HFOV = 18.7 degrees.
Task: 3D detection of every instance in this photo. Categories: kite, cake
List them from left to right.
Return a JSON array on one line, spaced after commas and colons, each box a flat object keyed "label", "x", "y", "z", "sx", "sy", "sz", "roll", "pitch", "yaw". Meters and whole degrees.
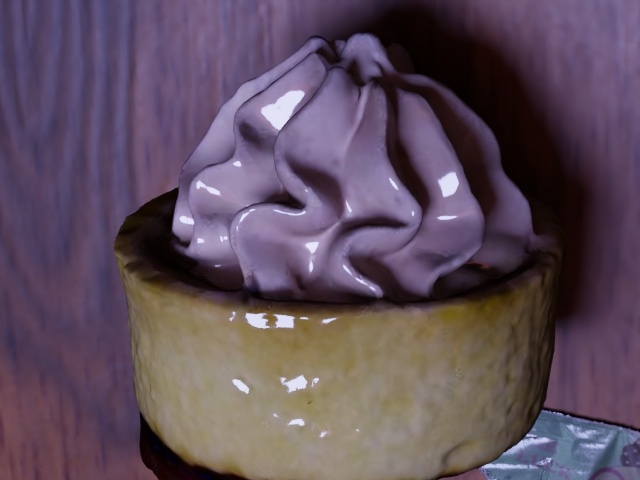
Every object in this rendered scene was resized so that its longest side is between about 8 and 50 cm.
[{"label": "cake", "x": 0.000, "y": 0.000, "z": 0.840, "sx": 0.207, "sy": 0.185, "sz": 0.178, "roll": -2, "pitch": 109, "yaw": 26}, {"label": "kite", "x": 0.117, "y": 0.169, "z": 0.971, "sx": 0.250, "sy": 0.012, "sz": 0.229, "roll": -27, "pitch": 101, "yaw": 24}]
